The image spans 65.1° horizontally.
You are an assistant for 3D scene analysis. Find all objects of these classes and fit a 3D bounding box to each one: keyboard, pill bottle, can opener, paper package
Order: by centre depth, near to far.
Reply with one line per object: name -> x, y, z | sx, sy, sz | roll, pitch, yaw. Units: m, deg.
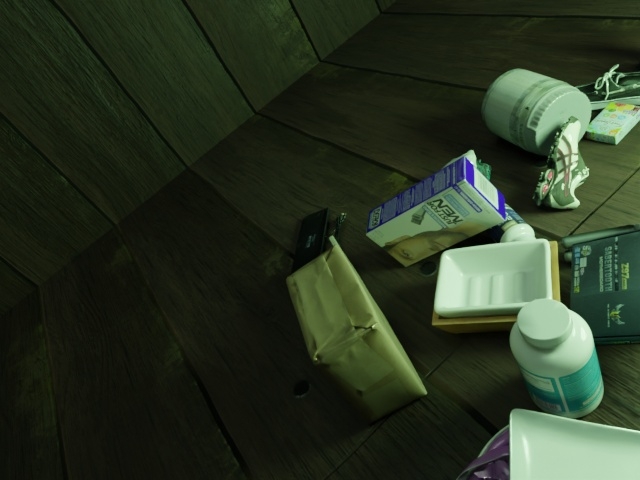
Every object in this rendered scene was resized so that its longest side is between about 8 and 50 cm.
pill bottle -> 0.460, 0.227, 0.981 | 0.146, 0.264, 0.146 | -20, 39, 17
can opener -> 0.736, -0.003, 1.209 | 0.281, 0.074, 0.093 | -13, 7, 23
paper package -> 0.081, 0.227, 1.213 | 0.168, 0.324, 0.309 | -31, 38, 5
pill bottle -> 0.515, -0.021, 1.355 | 0.094, 0.094, 0.169 | -30, 37, 5
keyboard -> 0.000, 0.000, 1.770 | 0.202, 0.033, 0.317 | -20, 40, 28

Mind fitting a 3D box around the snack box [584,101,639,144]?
snack box -> 0.876, -0.352, 1.499 | 0.141, 0.037, 0.100 | -43, 37, -11

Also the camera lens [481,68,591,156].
camera lens -> 0.659, -0.402, 1.564 | 0.219, 0.219, 0.274 | -35, 37, -1

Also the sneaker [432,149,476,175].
sneaker -> 0.418, -0.217, 1.627 | 0.212, 0.080, 0.094 | -31, 30, 42

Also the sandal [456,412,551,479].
sandal -> 0.316, 0.483, 0.940 | 0.416, 0.102, 0.169 | -41, 38, -11

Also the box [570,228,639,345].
box -> 0.629, 0.102, 1.060 | 0.183, 0.059, 0.232 | -20, 53, 56

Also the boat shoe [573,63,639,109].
boat shoe -> 0.910, -0.477, 1.556 | 0.306, 0.105, 0.113 | 15, 58, 45

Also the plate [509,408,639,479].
plate -> 0.464, 0.450, 0.858 | 0.278, 0.045, 0.277 | 7, 51, 14

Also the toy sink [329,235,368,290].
toy sink -> 0.047, 0.123, 1.498 | 0.131, 0.152, 0.234 | -32, 38, 3

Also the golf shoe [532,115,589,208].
golf shoe -> 0.694, -0.213, 1.407 | 0.120, 0.105, 0.272 | 19, 84, 23

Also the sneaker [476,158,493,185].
sneaker -> 0.515, -0.213, 1.598 | 0.076, 0.065, 0.166 | -26, 39, 4

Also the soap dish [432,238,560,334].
soap dish -> 0.435, 0.120, 1.240 | 0.291, 0.118, 0.228 | -8, 44, 30

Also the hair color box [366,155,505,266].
hair color box -> 0.315, -0.069, 1.403 | 0.339, 0.185, 0.110 | -30, 33, 40
